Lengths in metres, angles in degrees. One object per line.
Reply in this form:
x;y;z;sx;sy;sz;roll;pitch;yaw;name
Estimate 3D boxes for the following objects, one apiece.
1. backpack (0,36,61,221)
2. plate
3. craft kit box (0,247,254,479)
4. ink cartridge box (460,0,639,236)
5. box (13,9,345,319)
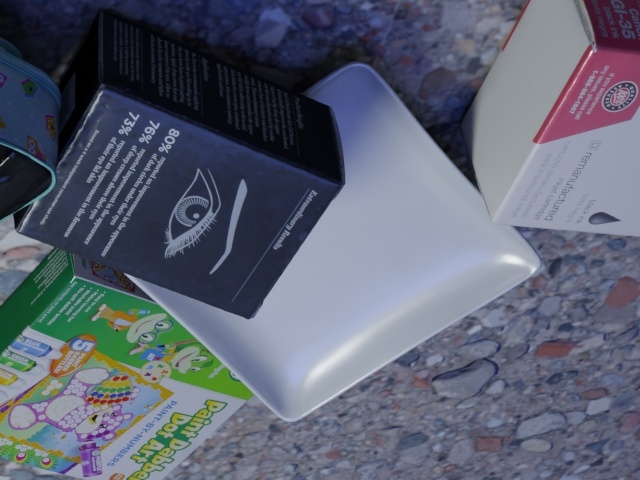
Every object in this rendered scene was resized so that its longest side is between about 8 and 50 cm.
-0.277;-0.081;1.410;0.166;0.144;0.188;25;152;-36;backpack
0.000;0.000;1.645;0.277;0.045;0.278;-33;125;18;plate
-0.189;0.119;1.759;0.247;0.061;0.250;18;131;-37;craft kit box
0.286;-0.109;1.586;0.283;0.117;0.207;5;137;-22;ink cartridge box
-0.108;-0.055;1.494;0.207;0.108;0.153;22;122;-22;box
